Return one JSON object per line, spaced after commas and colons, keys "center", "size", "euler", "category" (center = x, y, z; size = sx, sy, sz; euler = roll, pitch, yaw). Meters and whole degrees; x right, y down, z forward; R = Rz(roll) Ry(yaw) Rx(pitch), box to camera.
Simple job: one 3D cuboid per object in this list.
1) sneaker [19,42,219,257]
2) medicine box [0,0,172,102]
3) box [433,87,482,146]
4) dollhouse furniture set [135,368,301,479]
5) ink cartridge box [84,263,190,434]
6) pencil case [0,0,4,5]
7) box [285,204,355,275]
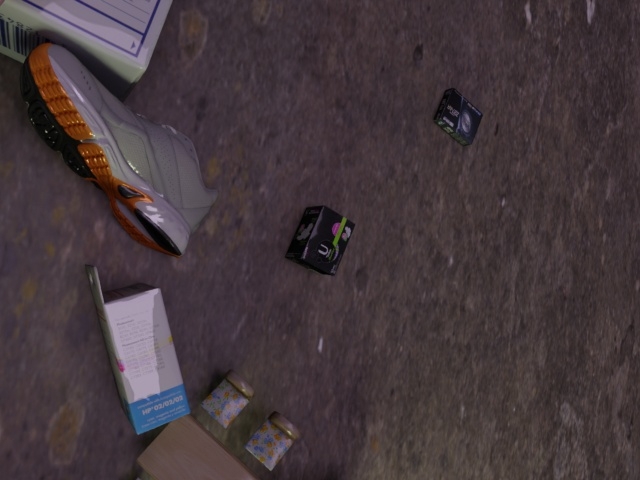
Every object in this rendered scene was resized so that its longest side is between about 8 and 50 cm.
{"center": [-0.209, -0.107, 0.567], "size": [0.121, 0.099, 0.262], "euler": [-57, 139, -32], "category": "sneaker"}
{"center": [-0.271, -0.338, 0.515], "size": [0.264, 0.149, 0.289], "euler": [22, 78, -28], "category": "medicine box"}
{"center": [0.241, -0.214, 0.883], "size": [0.083, 0.018, 0.067], "euler": [32, 74, -26], "category": "box"}
{"center": [-0.092, 0.294, 0.554], "size": [0.242, 0.161, 0.212], "euler": [40, 68, 8], "category": "dollhouse furniture set"}
{"center": [-0.208, 0.108, 0.571], "size": [0.062, 0.104, 0.181], "euler": [-16, 97, -30], "category": "ink cartridge box"}
{"center": [-0.270, -0.207, 0.347], "size": [0.124, 0.124, 0.283], "euler": [35, 68, -25], "category": "pencil case"}
{"center": [0.000, 0.000, 0.723], "size": [0.062, 0.052, 0.083], "euler": [29, 77, -27], "category": "box"}
